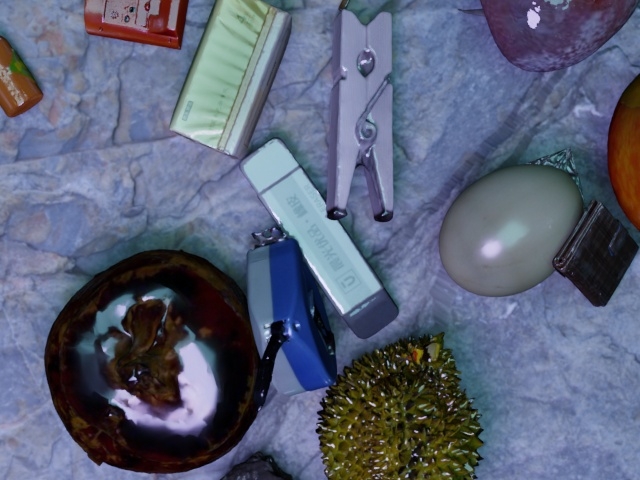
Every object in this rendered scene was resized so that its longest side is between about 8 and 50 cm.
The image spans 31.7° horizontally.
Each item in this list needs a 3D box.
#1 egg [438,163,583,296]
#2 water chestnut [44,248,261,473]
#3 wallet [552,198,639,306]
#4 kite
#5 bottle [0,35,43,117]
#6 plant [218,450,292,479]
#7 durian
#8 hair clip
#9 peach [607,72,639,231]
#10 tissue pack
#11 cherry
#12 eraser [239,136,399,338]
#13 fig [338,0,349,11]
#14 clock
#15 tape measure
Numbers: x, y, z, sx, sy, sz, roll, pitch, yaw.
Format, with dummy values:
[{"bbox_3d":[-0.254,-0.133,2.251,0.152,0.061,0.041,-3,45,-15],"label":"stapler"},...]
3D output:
[{"bbox_3d":[0.295,-0.017,1.738,0.242,0.186,0.186,-33,94,1],"label":"egg"},{"bbox_3d":[-0.241,0.189,1.665,0.351,0.302,0.350,0,88,-4],"label":"water chestnut"},{"bbox_3d":[0.427,0.024,1.741,0.042,0.230,0.124,30,88,35],"label":"wallet"},{"bbox_3d":[0.371,-0.083,1.829,0.139,0.011,0.156,24,90,-1],"label":"kite"},{"bbox_3d":[-0.507,-0.284,1.747,0.069,0.069,0.187,-34,95,-1],"label":"bottle"},{"bbox_3d":[-0.144,0.462,1.759,0.274,0.146,0.149,-47,50,2],"label":"plant"},{"bbox_3d":[0.124,0.289,1.723,0.258,0.258,0.292,-4,75,-3],"label":"durian"},{"bbox_3d":[0.065,-0.193,1.751,0.101,0.085,0.330,3,85,-8],"label":"hair clip"},{"bbox_3d":[0.607,-0.113,1.683,0.370,0.370,0.370,0,93,-3],"label":"peach"},{"bbox_3d":[-0.135,-0.251,1.720,0.125,0.159,0.234,21,92,-4],"label":"tissue pack"},{"bbox_3d":[0.343,-0.376,1.707,0.286,0.213,0.236,-9,120,23],"label":"cherry"},{"bbox_3d":[0.000,0.000,1.788,0.089,0.061,0.352,-35,93,-1],"label":"eraser"},{"bbox_3d":[0.083,-0.432,1.749,0.128,0.128,0.150,-11,122,-2],"label":"fig"},{"bbox_3d":[-0.287,-0.367,1.759,0.155,0.061,0.113,9,93,-1],"label":"clock"},{"bbox_3d":[-0.039,0.165,1.642,0.098,0.351,0.215,-15,129,10],"label":"tape measure"}]
